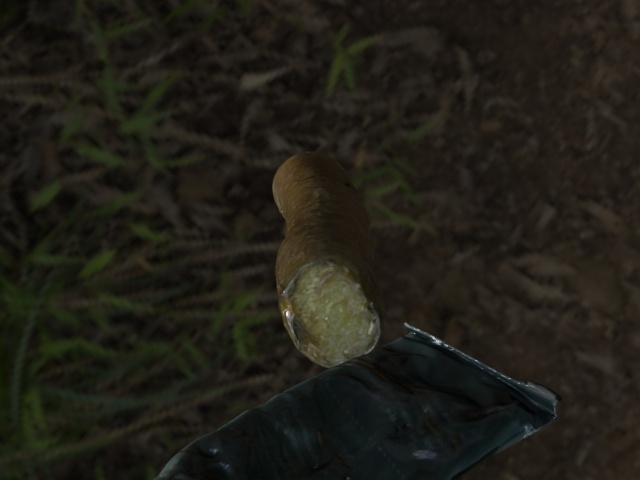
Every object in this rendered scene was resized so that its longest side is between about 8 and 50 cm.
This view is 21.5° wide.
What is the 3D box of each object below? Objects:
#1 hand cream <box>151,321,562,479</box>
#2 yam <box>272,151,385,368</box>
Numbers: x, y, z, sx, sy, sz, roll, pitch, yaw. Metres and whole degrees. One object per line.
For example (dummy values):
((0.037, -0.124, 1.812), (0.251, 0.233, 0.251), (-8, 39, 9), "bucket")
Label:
((-0.007, 0.091, 0.624), (0.075, 0.248, 0.052), (48, 136, 15), "hand cream")
((0.000, 0.000, 1.268), (0.081, 0.356, 0.081), (-1, 106, -4), "yam")
